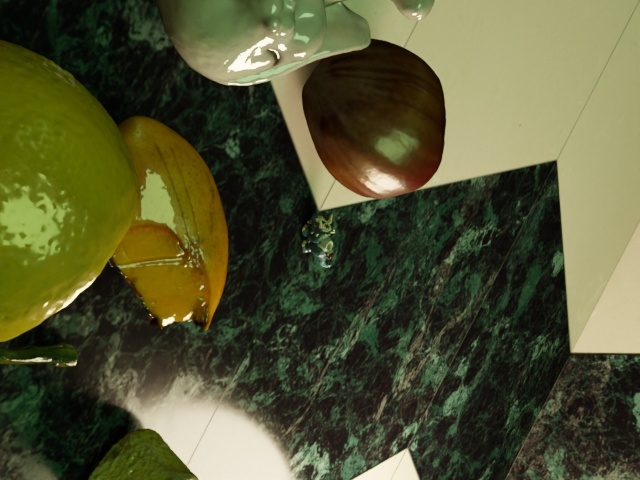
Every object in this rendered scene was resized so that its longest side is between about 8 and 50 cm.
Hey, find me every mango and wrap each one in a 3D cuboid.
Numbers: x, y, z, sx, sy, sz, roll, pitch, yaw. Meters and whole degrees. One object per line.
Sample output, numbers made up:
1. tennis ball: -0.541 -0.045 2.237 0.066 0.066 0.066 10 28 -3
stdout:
1. mango: -0.178 -0.019 0.980 0.154 0.126 0.252 -27 127 -26

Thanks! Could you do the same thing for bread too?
1. bread: -0.226 0.319 1.158 0.129 0.114 0.111 -52 151 -9

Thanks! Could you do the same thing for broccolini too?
1. broccolini: -0.355 0.105 0.926 0.254 0.071 0.057 14 60 -61

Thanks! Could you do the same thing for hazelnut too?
1. hazelnut: 0.066 -0.154 1.174 0.210 0.210 0.186 -44 165 -25

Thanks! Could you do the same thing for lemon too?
1. lemon: -0.285 -0.053 0.729 0.240 0.240 0.219 -50 122 -18

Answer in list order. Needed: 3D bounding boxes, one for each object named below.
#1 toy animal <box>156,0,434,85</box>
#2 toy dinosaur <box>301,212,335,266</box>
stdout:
1. toy animal: -0.045 -0.272 0.937 0.265 0.206 0.271 -44 127 -11
2. toy dinosaur: 0.000 0.000 1.290 0.031 0.047 0.083 -28 132 -42
